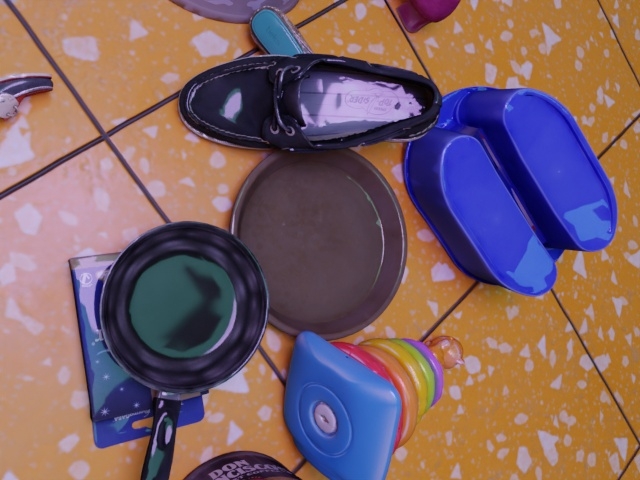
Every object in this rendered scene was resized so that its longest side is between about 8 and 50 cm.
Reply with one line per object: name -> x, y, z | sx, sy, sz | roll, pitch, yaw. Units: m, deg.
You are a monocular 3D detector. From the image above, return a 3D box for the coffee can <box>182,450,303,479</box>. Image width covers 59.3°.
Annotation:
coffee can -> -0.047, 0.361, 0.598 | 0.201, 0.275, 0.201 | 3, 84, -28

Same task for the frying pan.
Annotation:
frying pan -> -0.144, 0.140, 0.656 | 0.197, 0.053, 0.326 | -9, 91, -30

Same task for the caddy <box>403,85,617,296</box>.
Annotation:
caddy -> 0.284, -0.077, 0.874 | 0.241, 0.179, 0.341 | -36, 103, -3

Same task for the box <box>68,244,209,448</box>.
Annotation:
box -> -0.212, 0.123, 0.671 | 0.136, 0.036, 0.225 | -8, 90, -28

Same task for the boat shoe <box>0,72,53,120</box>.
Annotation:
boat shoe -> -0.358, -0.149, 0.614 | 0.137, 0.049, 0.043 | -25, 100, -25

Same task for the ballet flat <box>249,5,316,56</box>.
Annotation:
ballet flat -> -0.020, -0.234, 0.787 | 0.073, 0.067, 0.206 | -29, 101, 16

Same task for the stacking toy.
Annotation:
stacking toy -> 0.106, 0.192, 0.783 | 0.302, 0.175, 0.165 | -13, 120, -45

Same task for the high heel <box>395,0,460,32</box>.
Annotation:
high heel -> 0.125, -0.445, 0.855 | 0.082, 0.117, 0.244 | -30, 99, -26

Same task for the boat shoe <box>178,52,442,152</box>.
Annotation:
boat shoe -> -0.011, -0.172, 0.701 | 0.340, 0.113, 0.127 | 6, 96, -6

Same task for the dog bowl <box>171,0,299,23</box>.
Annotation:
dog bowl -> -0.118, -0.477, 0.741 | 0.349, 0.102, 0.348 | 3, 84, -28

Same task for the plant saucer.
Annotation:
plant saucer -> 0.000, 0.000, 0.791 | 0.278, 0.041, 0.278 | 2, 85, -27
